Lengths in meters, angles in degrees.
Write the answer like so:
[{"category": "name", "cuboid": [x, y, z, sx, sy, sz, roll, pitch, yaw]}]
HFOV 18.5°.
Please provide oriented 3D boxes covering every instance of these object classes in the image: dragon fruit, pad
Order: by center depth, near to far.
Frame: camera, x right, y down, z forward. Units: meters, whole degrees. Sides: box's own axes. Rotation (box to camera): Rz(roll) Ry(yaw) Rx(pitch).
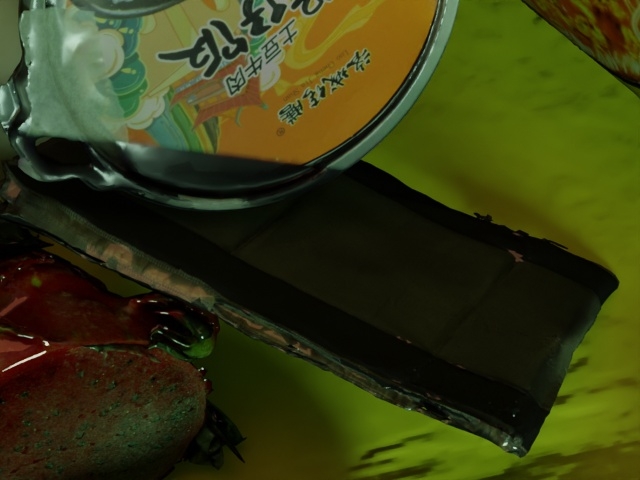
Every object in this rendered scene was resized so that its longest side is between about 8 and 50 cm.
[{"category": "dragon fruit", "cuboid": [-0.120, 0.043, 0.775, 0.138, 0.142, 0.175, -42, 79, 3]}, {"category": "pad", "cuboid": [0.000, 0.001, 0.805, 0.233, 0.022, 0.174, 25, 28, 10]}]

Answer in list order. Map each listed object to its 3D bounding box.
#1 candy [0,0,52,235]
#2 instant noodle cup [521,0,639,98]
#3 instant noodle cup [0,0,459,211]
[{"category": "candy", "cuboid": [-0.239, -0.170, 0.910, 0.386, 0.186, 0.427, 3, 67, 7]}, {"category": "instant noodle cup", "cuboid": [0.162, -0.216, 0.829, 0.325, 0.325, 0.254, -37, 72, -16]}, {"category": "instant noodle cup", "cuboid": [-0.049, -0.115, 0.781, 0.208, 0.178, 0.125, -22, 34, -15]}]
